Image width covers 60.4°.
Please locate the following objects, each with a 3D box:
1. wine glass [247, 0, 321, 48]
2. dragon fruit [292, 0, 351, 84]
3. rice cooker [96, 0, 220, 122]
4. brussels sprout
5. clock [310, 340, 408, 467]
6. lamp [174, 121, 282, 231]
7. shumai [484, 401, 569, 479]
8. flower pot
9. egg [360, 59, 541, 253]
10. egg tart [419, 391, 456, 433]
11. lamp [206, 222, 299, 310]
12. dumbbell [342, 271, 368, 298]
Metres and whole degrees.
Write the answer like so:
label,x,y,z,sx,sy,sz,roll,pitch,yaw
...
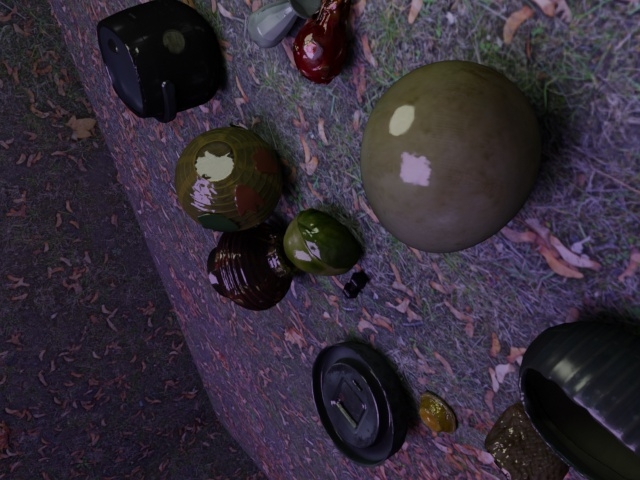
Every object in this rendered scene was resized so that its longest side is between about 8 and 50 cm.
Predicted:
label,x,y,z,sx,sy,sz,roll,pitch,yaw
wine glass,-0.064,-0.395,0.964,0.155,0.073,0.073,-3,114,56
dragon fruit,0.004,-0.334,0.882,0.094,0.094,0.190,47,143,25
rice cooker,-0.369,-0.421,1.285,0.267,0.225,0.267,38,144,34
brussels sprout,-0.005,0.001,1.173,0.183,0.146,0.131,37,118,29
clock,0.090,0.402,1.372,0.313,0.062,0.312,17,112,50
lamp,-0.208,-0.128,1.285,0.250,0.250,0.284,52,173,16
shumai,0.346,0.364,0.935,0.145,0.146,0.116,45,159,28
flower pot,0.373,0.211,0.703,0.243,0.157,0.189,43,149,29
egg,0.159,-0.090,0.712,0.218,0.219,0.295,47,160,25
egg tart,0.251,0.383,1.205,0.105,0.039,0.105,38,143,36
lamp,-0.162,0.060,1.407,0.247,0.247,0.246,40,147,34
dumbbell,0.077,0.101,1.230,0.036,0.040,0.083,26,149,-1
